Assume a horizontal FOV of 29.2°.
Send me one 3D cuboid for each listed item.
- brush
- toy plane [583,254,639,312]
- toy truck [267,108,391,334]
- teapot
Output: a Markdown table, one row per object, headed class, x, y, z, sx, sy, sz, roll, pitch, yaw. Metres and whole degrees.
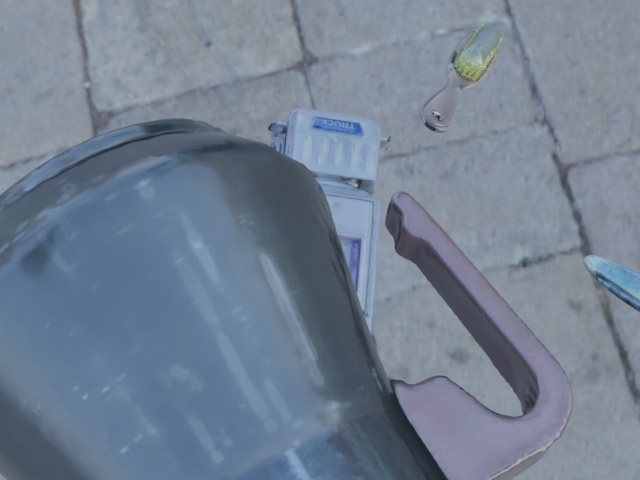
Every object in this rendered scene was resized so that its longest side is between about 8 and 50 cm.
| class | x | y | z | sx | sy | sz | roll | pitch | yaw |
| --- | --- | --- | --- | --- | --- | --- | --- | --- | --- |
| brush | 0.232 | -0.274 | 1.988 | 0.072 | 0.067 | 0.313 | 32 | 43 | 4 |
| toy plane | 0.246 | 0.090 | 0.631 | 0.262 | 0.088 | 0.192 | 26 | 31 | 21 |
| toy truck | 0.000 | 0.000 | 1.187 | 0.124 | 0.155 | 0.268 | 8 | 68 | -8 |
| teapot | -0.036 | 0.115 | 0.831 | 0.376 | 0.305 | 0.362 | -27 | 68 | -22 |
